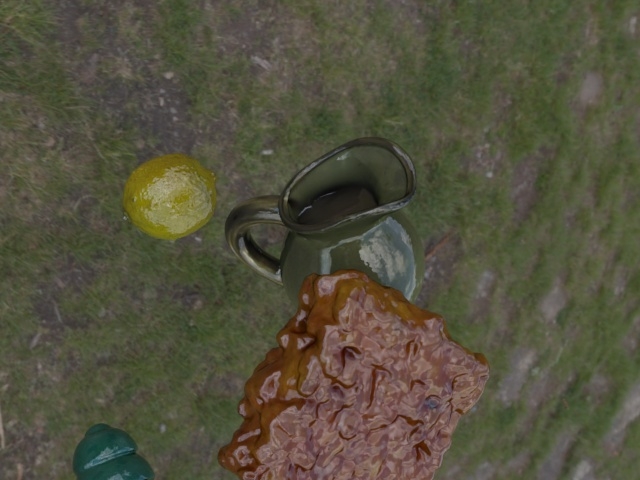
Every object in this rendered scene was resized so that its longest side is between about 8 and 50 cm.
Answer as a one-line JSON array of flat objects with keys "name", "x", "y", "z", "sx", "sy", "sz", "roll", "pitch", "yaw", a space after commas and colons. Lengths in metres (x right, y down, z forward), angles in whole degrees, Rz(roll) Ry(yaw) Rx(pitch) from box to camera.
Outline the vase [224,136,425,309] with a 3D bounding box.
[{"name": "vase", "x": 0.000, "y": 0.000, "z": 1.083, "sx": 0.302, "sy": 0.329, "sz": 0.240, "roll": 74, "pitch": 23, "yaw": -49}]

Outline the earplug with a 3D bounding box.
[{"name": "earplug", "x": -0.415, "y": 0.515, "z": 1.396, "sx": 0.164, "sy": 0.257, "sz": 0.280, "roll": -21, "pitch": 80, "yaw": -5}]

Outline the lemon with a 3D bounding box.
[{"name": "lemon", "x": -0.340, "y": -0.098, "z": 1.510, "sx": 0.231, "sy": 0.192, "sz": 0.192, "roll": -28, "pitch": 122, "yaw": -17}]

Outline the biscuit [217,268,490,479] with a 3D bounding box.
[{"name": "biscuit", "x": 0.057, "y": 0.219, "z": 0.902, "sx": 0.318, "sy": 0.110, "sz": 0.312, "roll": 31, "pitch": 89, "yaw": -28}]
